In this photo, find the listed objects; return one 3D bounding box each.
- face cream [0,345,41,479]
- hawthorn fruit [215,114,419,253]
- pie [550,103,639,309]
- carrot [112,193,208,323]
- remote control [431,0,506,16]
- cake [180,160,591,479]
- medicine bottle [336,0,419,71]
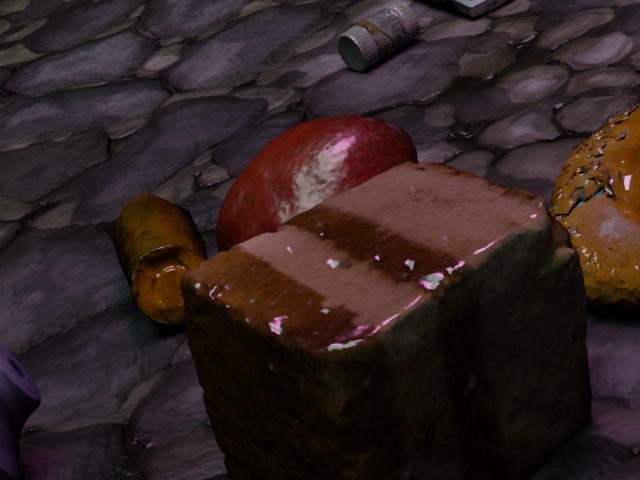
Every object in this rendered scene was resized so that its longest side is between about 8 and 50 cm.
[{"bbox_3d":[-0.409,0.215,1.526,0.420,0.137,0.235,-32,27,0],"label":"face cream"},{"bbox_3d":[0.000,0.000,1.562,0.202,0.185,0.185,-32,28,-15],"label":"hawthorn fruit"},{"bbox_3d":[0.298,-0.038,1.534,0.273,0.069,0.273,-13,30,8],"label":"pie"},{"bbox_3d":[-0.142,0.012,1.744,0.082,0.082,0.173,-22,22,-6],"label":"carrot"},{"bbox_3d":[0.152,-0.285,2.189,0.065,0.029,0.166,-27,31,-18],"label":"remote control"},{"bbox_3d":[0.074,0.070,1.355,0.293,0.196,0.199,-28,28,-28],"label":"cake"},{"bbox_3d":[0.062,-0.221,2.104,0.083,0.047,0.047,-34,29,-27],"label":"medicine bottle"}]
